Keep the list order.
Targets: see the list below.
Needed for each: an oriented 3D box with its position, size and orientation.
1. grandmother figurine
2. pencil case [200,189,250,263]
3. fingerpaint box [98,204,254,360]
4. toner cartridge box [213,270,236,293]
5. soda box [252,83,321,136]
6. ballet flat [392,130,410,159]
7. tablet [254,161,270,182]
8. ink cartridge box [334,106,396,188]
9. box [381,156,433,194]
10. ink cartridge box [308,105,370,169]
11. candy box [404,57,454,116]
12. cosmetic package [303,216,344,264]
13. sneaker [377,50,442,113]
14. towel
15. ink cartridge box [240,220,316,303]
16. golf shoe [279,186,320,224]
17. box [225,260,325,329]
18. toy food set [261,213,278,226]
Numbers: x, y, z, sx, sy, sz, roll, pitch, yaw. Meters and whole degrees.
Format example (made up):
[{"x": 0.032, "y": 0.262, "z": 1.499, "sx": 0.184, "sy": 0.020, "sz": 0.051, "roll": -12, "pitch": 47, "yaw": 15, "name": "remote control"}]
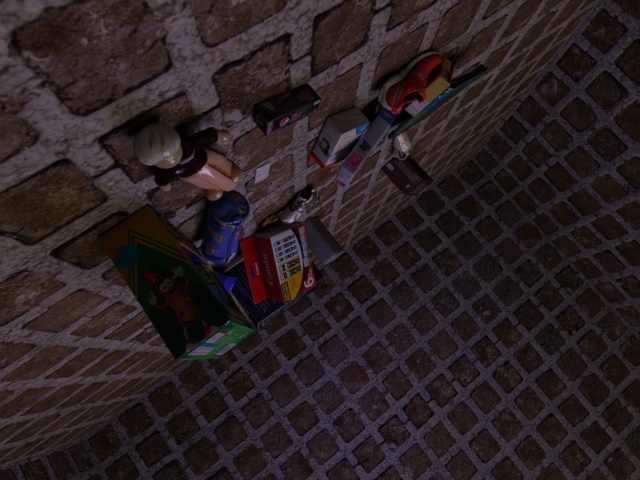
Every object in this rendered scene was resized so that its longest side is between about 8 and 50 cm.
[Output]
[{"x": -0.287, "y": -0.177, "z": 0.920, "sx": 0.208, "sy": 0.104, "sz": 0.342, "roll": -48, "pitch": 170, "yaw": 6, "name": "grandmother figurine"}, {"x": -0.310, "y": -0.030, "z": 1.320, "sx": 0.119, "sy": 0.133, "sz": 0.306, "roll": -26, "pitch": 163, "yaw": -32, "name": "pencil case"}, {"x": -0.381, "y": 0.147, "z": 1.193, "sx": 0.163, "sy": 0.371, "sz": 0.445, "roll": -36, "pitch": 168, "yaw": -10, "name": "fingerpaint box"}, {"x": -0.486, "y": 0.308, "z": 1.801, "sx": 0.165, "sy": 0.075, "sz": 0.347, "roll": 89, "pitch": 24, "yaw": -85, "name": "toner cartridge box"}, {"x": -0.084, "y": -0.329, "z": 1.026, "sx": 0.169, "sy": 0.060, "sz": 0.053, "roll": -33, "pitch": 169, "yaw": -26, "name": "soda box"}, {"x": 0.391, "y": -0.445, "z": 1.943, "sx": 0.086, "sy": 0.086, "sz": 0.248, "roll": -38, "pitch": 168, "yaw": 1, "name": "ballet flat"}, {"x": -0.184, "y": -0.214, "z": 1.299, "sx": 0.054, "sy": 0.006, "sz": 0.083, "roll": -33, "pitch": 168, "yaw": -24, "name": "tablet"}, {"x": 0.167, "y": -0.340, "z": 1.451, "sx": 0.311, "sy": 0.065, "sz": 0.186, "roll": -57, "pitch": -179, "yaw": -10, "name": "ink cartridge box"}, {"x": 0.497, "y": -0.365, "z": 2.303, "sx": 0.143, "sy": 0.191, "sz": 0.381, "roll": -43, "pitch": 168, "yaw": 23, "name": "box"}, {"x": 0.056, "y": -0.330, "z": 1.390, "sx": 0.134, "sy": 0.078, "sz": 0.231, "roll": -32, "pitch": 167, "yaw": -31, "name": "ink cartridge box"}, {"x": 0.382, "y": -0.537, "z": 1.445, "sx": 0.187, "sy": 0.053, "sz": 0.109, "roll": -33, "pitch": -149, "yaw": 55, "name": "candy box"}, {"x": 0.000, "y": 0.000, "z": 2.102, "sx": 0.107, "sy": 0.238, "sz": 0.127, "roll": -40, "pitch": 171, "yaw": 23, "name": "cosmetic package"}, {"x": 0.311, "y": -0.508, "z": 1.346, "sx": 0.279, "sy": 0.118, "sz": 0.107, "roll": -42, "pitch": 170, "yaw": -14, "name": "sneaker"}, {"x": 0.450, "y": -0.542, "z": 1.621, "sx": 0.271, "sy": 0.040, "sz": 0.370, "roll": -34, "pitch": -178, "yaw": -30, "name": "towel"}, {"x": -0.177, "y": 0.101, "z": 1.776, "sx": 0.130, "sy": 0.309, "sz": 0.272, "roll": 8, "pitch": -154, "yaw": 44, "name": "ink cartridge box"}, {"x": -0.096, "y": -0.150, "z": 1.682, "sx": 0.198, "sy": 0.077, "sz": 0.094, "roll": -41, "pitch": 154, "yaw": -6, "name": "golf shoe"}, {"x": -0.231, "y": 0.202, "z": 2.040, "sx": 0.395, "sy": 0.293, "sz": 0.212, "roll": -33, "pitch": 168, "yaw": -18, "name": "box"}, {"x": -0.208, "y": -0.081, "z": 1.697, "sx": 0.083, "sy": 0.020, "sz": 0.083, "roll": -37, "pitch": 168, "yaw": -7, "name": "toy food set"}]
